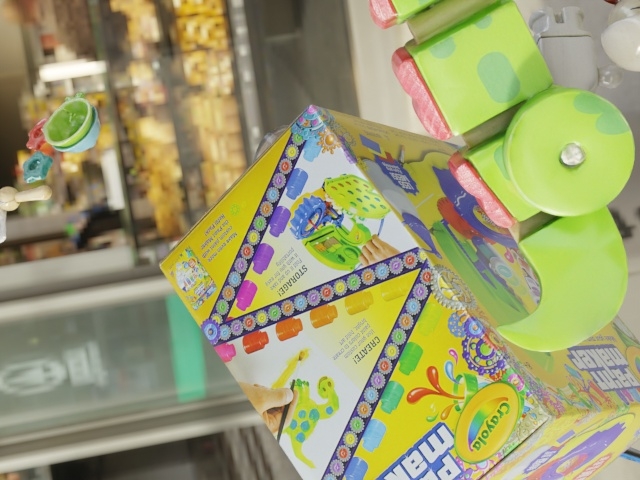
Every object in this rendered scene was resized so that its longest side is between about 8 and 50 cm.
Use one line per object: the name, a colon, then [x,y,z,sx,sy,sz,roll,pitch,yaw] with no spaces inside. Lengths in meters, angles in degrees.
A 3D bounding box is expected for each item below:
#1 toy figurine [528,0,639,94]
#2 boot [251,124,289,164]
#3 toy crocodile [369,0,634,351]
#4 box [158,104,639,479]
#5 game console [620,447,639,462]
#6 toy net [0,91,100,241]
toy figurine: [0.224,-0.161,1.150,0.213,0.209,0.148,20,-121,-51]
boot: [0.000,0.000,1.809,0.229,0.091,0.263,43,146,31]
toy crocodile: [0.077,-0.102,0.753,0.340,0.105,0.115,63,-176,-7]
box: [0.084,0.072,1.077,0.279,0.177,0.290,54,-158,21]
game console: [0.318,0.182,1.866,0.173,0.293,0.250,-31,48,45]
toy net: [-0.357,-0.085,1.684,0.122,0.232,0.045,46,180,44]
